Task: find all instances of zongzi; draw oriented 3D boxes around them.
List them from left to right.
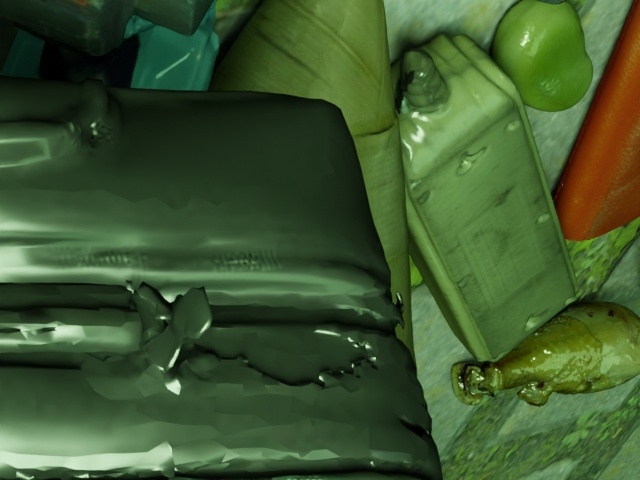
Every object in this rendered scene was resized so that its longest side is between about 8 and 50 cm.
[{"bbox_3d":[0.000,0.000,0.957,0.289,0.154,0.317,36,75,-78],"label":"zongzi"}]

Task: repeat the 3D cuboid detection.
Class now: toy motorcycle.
[{"bbox_3d":[-0.091,-0.068,0.713,0.272,0.123,0.182,100,13,-63],"label":"toy motorcycle"}]

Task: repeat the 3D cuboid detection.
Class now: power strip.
[{"bbox_3d":[0.089,-0.022,1.104,0.092,0.066,0.387,-41,155,-4],"label":"power strip"}]

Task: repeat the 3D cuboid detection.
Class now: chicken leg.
[{"bbox_3d":[0.171,0.094,1.381,0.178,0.070,0.093,-13,146,-35],"label":"chicken leg"}]

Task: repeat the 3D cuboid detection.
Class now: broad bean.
[{"bbox_3d":[0.126,-0.107,1.053,0.063,0.045,0.083,-46,146,-1],"label":"broad bean"}]

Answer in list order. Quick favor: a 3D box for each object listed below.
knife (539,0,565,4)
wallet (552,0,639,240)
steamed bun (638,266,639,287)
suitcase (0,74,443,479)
[{"bbox_3d":[0.061,-0.160,0.863,0.040,0.073,0.265,-23,165,35],"label":"knife"},{"bbox_3d":[0.228,-0.098,1.201,0.142,0.045,0.204,-26,148,-35],"label":"wallet"},{"bbox_3d":[0.428,-0.006,1.367,0.374,0.241,0.374,-36,162,-14],"label":"steamed bun"},{"bbox_3d":[-0.163,0.076,0.571,0.345,0.188,0.339,0,152,-22],"label":"suitcase"}]
